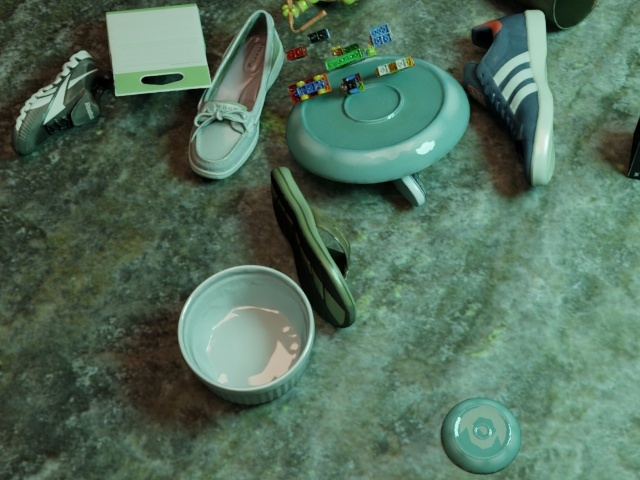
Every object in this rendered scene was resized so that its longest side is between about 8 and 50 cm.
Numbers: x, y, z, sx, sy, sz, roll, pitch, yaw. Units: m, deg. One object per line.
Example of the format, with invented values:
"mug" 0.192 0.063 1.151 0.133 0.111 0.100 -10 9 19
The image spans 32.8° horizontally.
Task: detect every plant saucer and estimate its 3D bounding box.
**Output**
"plant saucer" 0.092 -0.220 1.842 0.317 0.044 0.318 -8 45 8
"plant saucer" 0.240 0.287 1.619 0.119 0.021 0.119 -2 61 3

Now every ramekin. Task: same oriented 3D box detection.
"ramekin" -0.109 0.153 1.667 0.207 0.109 0.207 -2 61 4

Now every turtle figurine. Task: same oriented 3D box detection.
"turtle figurine" 0.016 -0.500 2.023 0.269 0.087 0.217 -42 56 -3

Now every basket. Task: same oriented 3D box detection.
"basket" 0.380 -0.498 1.961 0.227 0.154 0.204 34 27 27

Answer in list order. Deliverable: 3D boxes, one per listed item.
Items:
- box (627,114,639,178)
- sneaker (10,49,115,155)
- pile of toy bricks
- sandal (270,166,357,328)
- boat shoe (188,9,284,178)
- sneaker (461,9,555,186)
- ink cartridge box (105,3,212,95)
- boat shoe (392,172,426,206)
"box" 0.644 -0.164 1.743 0.261 0.184 0.103 11 61 10
"sneaker" -0.447 -0.234 1.918 0.106 0.078 0.234 26 64 19
"pile of toy bricks" 0.047 -0.307 1.853 0.212 0.105 0.118 -17 95 13
"sandal" 0.000 -0.002 1.745 0.086 0.120 0.303 -13 60 -19
"boat shoe" -0.149 -0.254 1.893 0.118 0.103 0.320 17 64 13
"sneaker" 0.317 -0.237 1.848 0.148 0.131 0.350 -4 56 10
"ink cartridge box" -0.288 -0.325 1.937 0.171 0.056 0.235 -7 52 -9
"boat shoe" 0.146 -0.144 1.833 0.083 0.065 0.183 -29 61 -7
